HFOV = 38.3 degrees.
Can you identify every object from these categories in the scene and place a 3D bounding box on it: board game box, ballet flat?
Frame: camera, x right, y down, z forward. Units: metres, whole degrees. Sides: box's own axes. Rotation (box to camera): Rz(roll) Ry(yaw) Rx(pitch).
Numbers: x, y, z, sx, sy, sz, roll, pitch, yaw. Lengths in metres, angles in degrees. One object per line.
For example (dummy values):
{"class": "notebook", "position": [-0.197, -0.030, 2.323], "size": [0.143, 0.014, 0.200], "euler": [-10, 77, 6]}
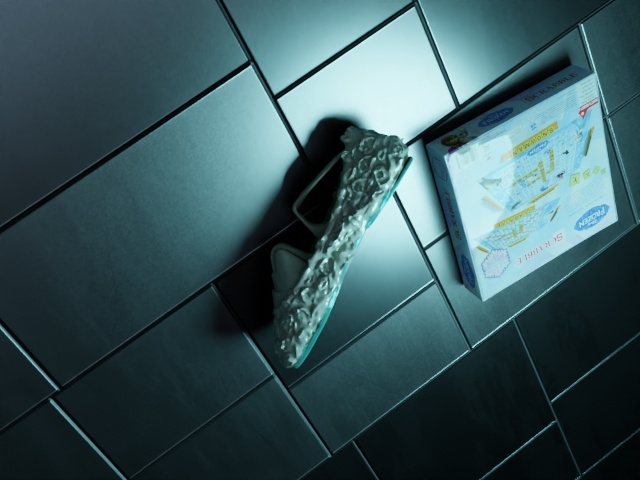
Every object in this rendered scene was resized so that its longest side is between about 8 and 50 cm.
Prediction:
{"class": "board game box", "position": [0.366, -0.099, 1.631], "size": [0.318, 0.066, 0.318], "euler": [-28, 123, -13]}
{"class": "ballet flat", "position": [0.000, 0.000, 1.469], "size": [0.147, 0.147, 0.409], "euler": [24, 98, -34]}
